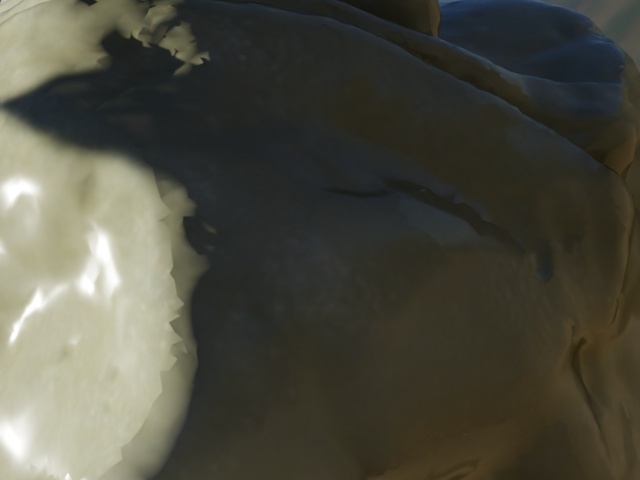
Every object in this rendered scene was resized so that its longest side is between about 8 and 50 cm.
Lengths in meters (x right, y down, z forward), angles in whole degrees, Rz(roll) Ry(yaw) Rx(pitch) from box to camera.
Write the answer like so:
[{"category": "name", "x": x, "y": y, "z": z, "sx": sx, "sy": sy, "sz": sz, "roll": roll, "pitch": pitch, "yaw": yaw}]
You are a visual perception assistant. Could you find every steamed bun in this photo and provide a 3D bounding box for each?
[{"category": "steamed bun", "x": -0.002, "y": 0.000, "z": 0.623, "sx": 0.289, "sy": 0.203, "sz": 0.276, "roll": 4, "pitch": -9, "yaw": -39}]
